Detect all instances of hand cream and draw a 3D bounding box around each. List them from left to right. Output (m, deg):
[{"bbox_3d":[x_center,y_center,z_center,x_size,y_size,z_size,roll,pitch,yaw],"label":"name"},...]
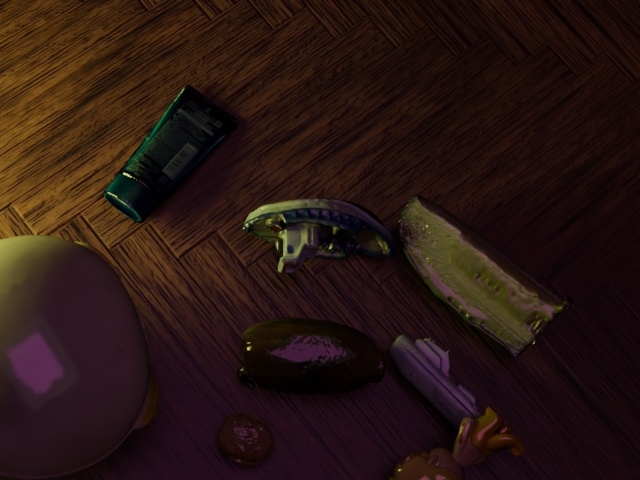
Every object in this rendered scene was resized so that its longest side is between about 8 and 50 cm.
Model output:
[{"bbox_3d":[-0.264,-0.153,1.825,0.120,0.061,0.270,35,66,3],"label":"hand cream"}]

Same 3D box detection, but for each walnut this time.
[{"bbox_3d":[-0.118,0.319,1.674,0.096,0.079,0.082,20,72,-1],"label":"walnut"}]

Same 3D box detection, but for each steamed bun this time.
[{"bbox_3d":[-0.424,0.173,1.559,0.334,0.334,0.374,-17,74,-13],"label":"steamed bun"}]

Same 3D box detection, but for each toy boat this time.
[{"bbox_3d":[0.000,0.000,1.774,0.262,0.114,0.115,-1,59,-12],"label":"toy boat"},{"bbox_3d":[0.223,0.253,1.744,0.085,0.078,0.260,-45,81,-4],"label":"toy boat"}]

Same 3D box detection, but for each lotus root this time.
[{"bbox_3d":[-0.016,0.189,1.708,0.241,0.124,0.123,2,82,-7],"label":"lotus root"}]

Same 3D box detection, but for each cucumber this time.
[{"bbox_3d":[0.265,0.054,1.807,0.325,0.105,0.145,39,98,6],"label":"cucumber"}]

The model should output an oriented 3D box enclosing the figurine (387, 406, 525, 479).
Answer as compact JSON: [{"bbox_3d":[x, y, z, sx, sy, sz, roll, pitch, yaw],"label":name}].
[{"bbox_3d":[0.203,0.371,1.664,0.246,0.131,0.156,-45,126,3],"label":"figurine"}]
